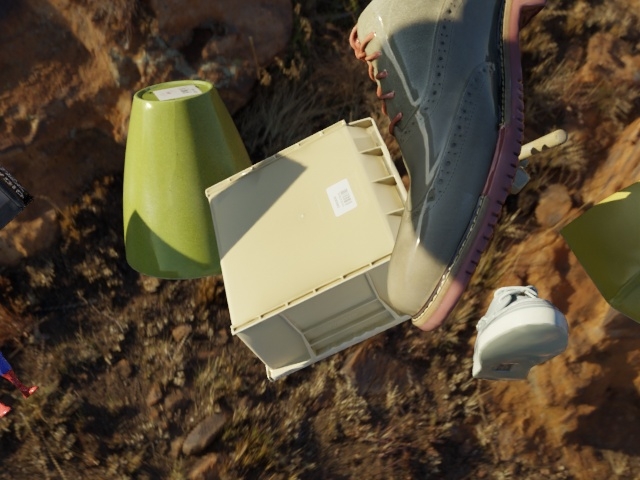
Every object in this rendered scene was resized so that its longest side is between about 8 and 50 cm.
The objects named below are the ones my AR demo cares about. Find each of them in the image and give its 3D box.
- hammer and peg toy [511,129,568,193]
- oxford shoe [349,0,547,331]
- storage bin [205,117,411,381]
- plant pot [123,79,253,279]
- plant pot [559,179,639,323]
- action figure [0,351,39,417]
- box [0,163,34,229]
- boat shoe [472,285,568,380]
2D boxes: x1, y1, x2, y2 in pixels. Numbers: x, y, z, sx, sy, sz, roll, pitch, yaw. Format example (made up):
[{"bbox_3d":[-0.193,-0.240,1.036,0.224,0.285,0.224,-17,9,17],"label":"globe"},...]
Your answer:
[{"bbox_3d":[0.202,-0.071,1.128,0.127,0.266,0.361,43,70,2],"label":"hammer and peg toy"},{"bbox_3d":[0.078,-0.109,0.550,0.130,0.123,0.348,14,74,-5],"label":"oxford shoe"},{"bbox_3d":[0.000,0.000,0.974,0.260,0.123,0.262,-26,47,9],"label":"storage bin"},{"bbox_3d":[-0.235,-0.125,1.319,0.275,0.293,0.274,-4,25,2],"label":"plant pot"},{"bbox_3d":[0.559,0.017,1.204,0.212,0.187,0.212,26,27,-23],"label":"plant pot"},{"bbox_3d":[-0.586,0.158,1.254,0.280,0.139,0.091,51,47,-4],"label":"action figure"},{"bbox_3d":[-0.545,-0.055,0.845,0.295,0.073,0.293,-40,109,2],"label":"box"},{"bbox_3d":[0.196,0.089,0.770,0.079,0.227,0.081,2,68,3],"label":"boat shoe"}]
